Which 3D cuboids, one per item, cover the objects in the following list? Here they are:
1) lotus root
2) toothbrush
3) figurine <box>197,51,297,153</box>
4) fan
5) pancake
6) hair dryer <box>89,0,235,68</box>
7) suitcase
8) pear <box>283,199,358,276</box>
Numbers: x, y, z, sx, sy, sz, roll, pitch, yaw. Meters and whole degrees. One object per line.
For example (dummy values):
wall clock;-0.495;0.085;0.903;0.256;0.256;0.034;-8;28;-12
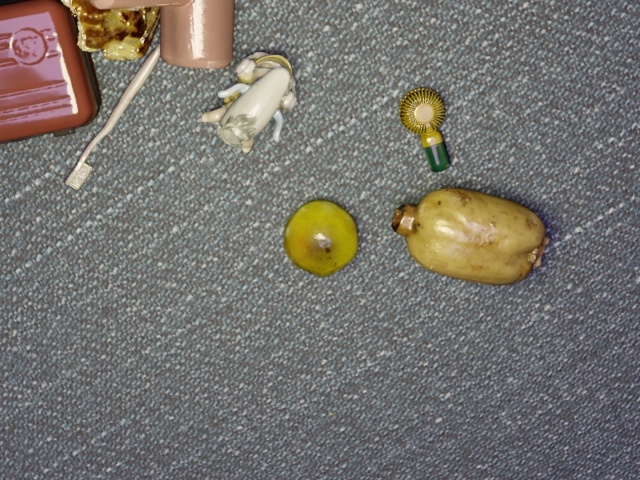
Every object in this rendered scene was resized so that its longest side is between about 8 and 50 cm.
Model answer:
lotus root;0.265;-0.009;1.712;0.284;0.146;0.160;14;86;-3
toothbrush;-0.356;-0.215;1.690;0.029;0.025;0.307;32;102;-19
figurine;-0.119;-0.232;1.644;0.128;0.184;0.208;39;138;-18
fan;0.194;-0.194;1.711;0.082;0.039;0.155;-21;106;3
pancake;-0.320;-0.412;1.590;0.257;0.056;0.212;-47;136;-24
hair dryer;-0.252;-0.368;1.496;0.125;0.352;0.210;11;108;24
suitcase;-0.527;-0.278;1.594;0.297;0.161;0.236;-11;106;1
pear;0.000;0.000;1.726;0.141;0.104;0.141;0;102;0
